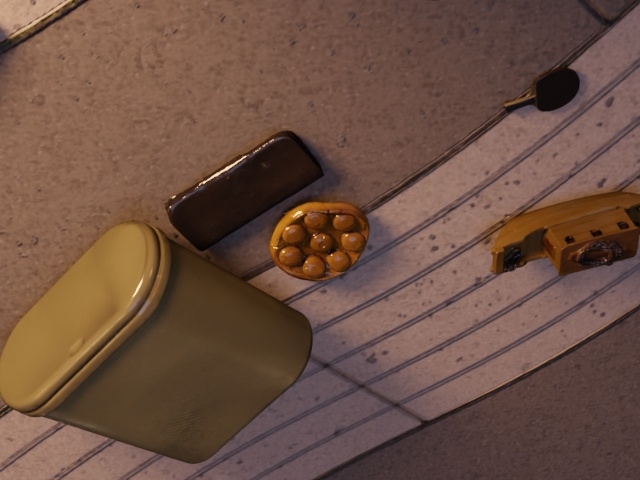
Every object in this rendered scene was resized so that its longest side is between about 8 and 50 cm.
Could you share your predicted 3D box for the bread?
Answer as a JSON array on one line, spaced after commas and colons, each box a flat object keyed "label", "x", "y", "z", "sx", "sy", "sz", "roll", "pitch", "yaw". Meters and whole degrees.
[{"label": "bread", "x": 0.000, "y": 0.000, "z": 1.306, "sx": 0.110, "sy": 0.024, "sz": 0.110, "roll": -11, "pitch": 131, "yaw": -12}]

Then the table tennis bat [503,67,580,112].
[{"label": "table tennis bat", "x": 0.229, "y": -0.150, "z": 1.270, "sx": 0.083, "sy": 0.007, "sz": 0.050, "roll": -21, "pitch": 134, "yaw": -3}]

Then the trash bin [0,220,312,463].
[{"label": "trash bin", "x": -0.167, "y": 0.116, "z": 1.289, "sx": 0.243, "sy": 0.121, "sz": 0.247, "roll": -44, "pitch": 133, "yaw": 19}]

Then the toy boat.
[{"label": "toy boat", "x": 0.282, "y": -0.003, "z": 1.370, "sx": 0.201, "sy": 0.077, "sz": 0.057, "roll": -13, "pitch": 134, "yaw": -9}]

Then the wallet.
[{"label": "wallet", "x": -0.077, "y": -0.050, "z": 1.239, "sx": 0.157, "sy": 0.018, "sz": 0.082, "roll": -33, "pitch": 133, "yaw": 10}]
